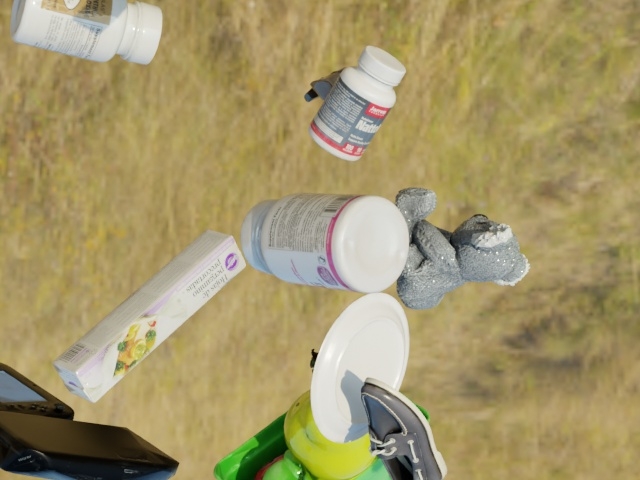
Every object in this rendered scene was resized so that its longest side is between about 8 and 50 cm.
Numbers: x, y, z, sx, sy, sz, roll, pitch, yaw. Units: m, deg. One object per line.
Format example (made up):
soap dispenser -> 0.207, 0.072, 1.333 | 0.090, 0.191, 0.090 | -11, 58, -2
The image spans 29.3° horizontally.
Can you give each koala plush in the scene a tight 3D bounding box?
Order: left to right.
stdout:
koala plush -> 0.252, 0.025, 2.171 | 0.221, 0.203, 0.196 | -3, 150, 19

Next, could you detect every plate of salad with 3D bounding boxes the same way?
plate of salad -> 0.046, 0.160, 1.562 | 0.048, 0.199, 0.200 | 18, 177, 38

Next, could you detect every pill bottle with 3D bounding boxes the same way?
pill bottle -> -0.388, -0.368, 2.035 | 0.229, 0.131, 0.131 | 11, 161, -25
pill bottle -> 0.000, 0.000, 2.064 | 0.160, 0.160, 0.283 | 14, 174, -39
pill bottle -> 0.066, -0.237, 2.098 | 0.108, 0.108, 0.180 | 13, 120, -37

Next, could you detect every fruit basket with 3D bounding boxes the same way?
fruit basket -> 0.007, 0.365, 2.230 | 0.392, 0.392, 0.283 | 16, -170, -43

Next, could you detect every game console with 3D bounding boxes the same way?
game console -> -0.341, 0.201, 1.413 | 0.361, 0.044, 0.213 | 20, -178, 44

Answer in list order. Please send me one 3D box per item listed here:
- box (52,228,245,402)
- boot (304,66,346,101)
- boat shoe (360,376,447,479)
box -> -0.244, 0.105, 1.784 | 0.067, 0.324, 0.063 | 14, 137, 43
boot -> 0.021, -0.290, 2.236 | 0.087, 0.042, 0.118 | -36, -169, -26
boat shoe -> 0.095, 0.250, 1.505 | 0.075, 0.065, 0.206 | 15, 146, 43
